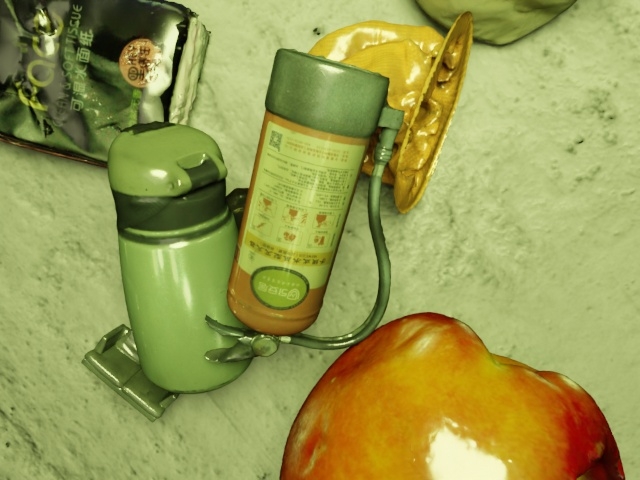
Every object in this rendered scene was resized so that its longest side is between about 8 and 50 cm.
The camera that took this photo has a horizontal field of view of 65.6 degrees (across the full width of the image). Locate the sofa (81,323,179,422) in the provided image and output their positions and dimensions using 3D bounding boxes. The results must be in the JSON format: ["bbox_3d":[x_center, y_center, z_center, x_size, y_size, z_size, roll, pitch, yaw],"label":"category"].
[{"bbox_3d":[-0.281,0.200,0.772,0.147,0.085,0.060,41,103,0],"label":"sofa"}]

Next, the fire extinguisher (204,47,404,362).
[{"bbox_3d":[-0.004,0.003,0.547,0.200,0.113,0.376,20,113,7],"label":"fire extinguisher"}]

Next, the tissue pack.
[{"bbox_3d":[-0.345,-0.236,0.697,0.333,0.123,0.245,17,97,4],"label":"tissue pack"}]

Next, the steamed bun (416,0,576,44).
[{"bbox_3d":[0.227,-0.429,0.543,0.343,0.255,0.367,28,101,-1],"label":"steamed bun"}]

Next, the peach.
[{"bbox_3d":[0.133,0.269,0.626,0.335,0.310,0.406,24,116,-36],"label":"peach"}]

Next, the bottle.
[{"bbox_3d":[-0.180,0.022,0.649,0.169,0.168,0.346,1,117,6],"label":"bottle"}]

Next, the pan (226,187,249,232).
[{"bbox_3d":[-0.133,0.011,0.747,0.202,0.048,0.128,-43,93,10],"label":"pan"}]

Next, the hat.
[{"bbox_3d":[0.045,-0.187,0.657,0.233,0.244,0.233,23,63,19],"label":"hat"}]
